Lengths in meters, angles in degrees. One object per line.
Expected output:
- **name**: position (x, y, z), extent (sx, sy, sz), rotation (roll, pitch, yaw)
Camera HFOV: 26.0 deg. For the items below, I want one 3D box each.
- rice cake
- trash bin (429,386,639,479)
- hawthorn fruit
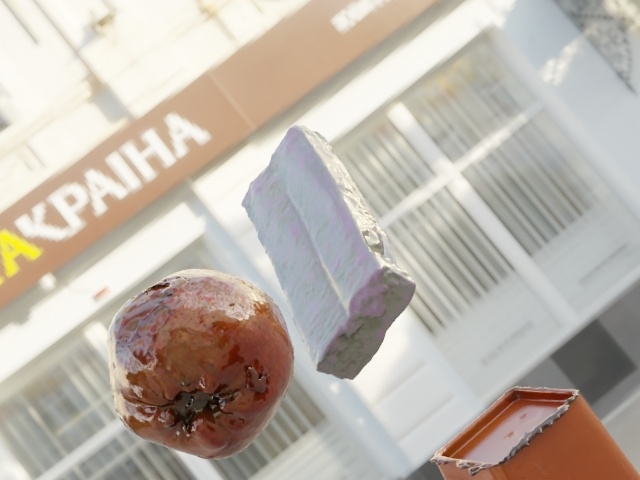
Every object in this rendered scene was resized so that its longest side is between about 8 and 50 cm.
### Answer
- **rice cake**: position (0.001, -0.001, 1.220), extent (0.106, 0.050, 0.298), rotation (-55, 29, 17)
- **trash bin**: position (0.208, 0.262, 1.223), extent (0.184, 0.238, 0.161), rotation (-39, 12, -23)
- **hawthorn fruit**: position (-0.127, 0.125, 1.569), extent (0.211, 0.211, 0.299), rotation (-41, 5, 14)
